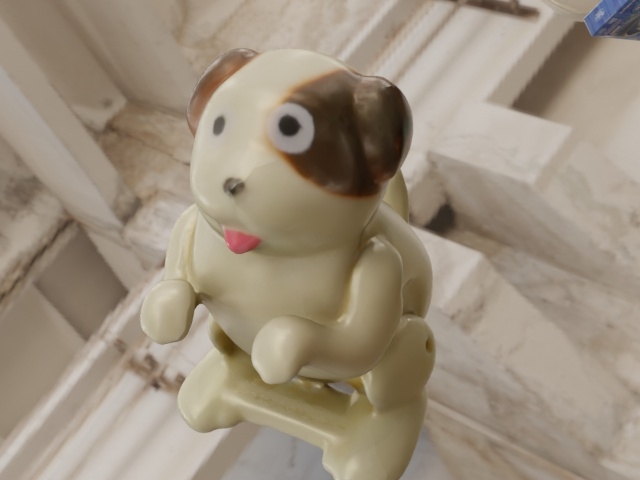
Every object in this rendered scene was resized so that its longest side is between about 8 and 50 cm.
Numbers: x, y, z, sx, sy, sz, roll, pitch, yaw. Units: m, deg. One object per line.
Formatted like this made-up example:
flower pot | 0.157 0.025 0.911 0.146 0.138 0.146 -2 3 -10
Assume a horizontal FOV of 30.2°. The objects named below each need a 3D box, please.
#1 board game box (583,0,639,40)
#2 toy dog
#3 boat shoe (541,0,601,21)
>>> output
board game box | 0.258 -0.182 0.878 0.090 0.020 0.090 -2 -27 -32
toy dog | 0.000 0.000 1.198 0.395 0.284 0.408 -47 -36 -27
boat shoe | 0.276 -0.382 1.467 0.127 0.341 0.158 -32 -26 12
